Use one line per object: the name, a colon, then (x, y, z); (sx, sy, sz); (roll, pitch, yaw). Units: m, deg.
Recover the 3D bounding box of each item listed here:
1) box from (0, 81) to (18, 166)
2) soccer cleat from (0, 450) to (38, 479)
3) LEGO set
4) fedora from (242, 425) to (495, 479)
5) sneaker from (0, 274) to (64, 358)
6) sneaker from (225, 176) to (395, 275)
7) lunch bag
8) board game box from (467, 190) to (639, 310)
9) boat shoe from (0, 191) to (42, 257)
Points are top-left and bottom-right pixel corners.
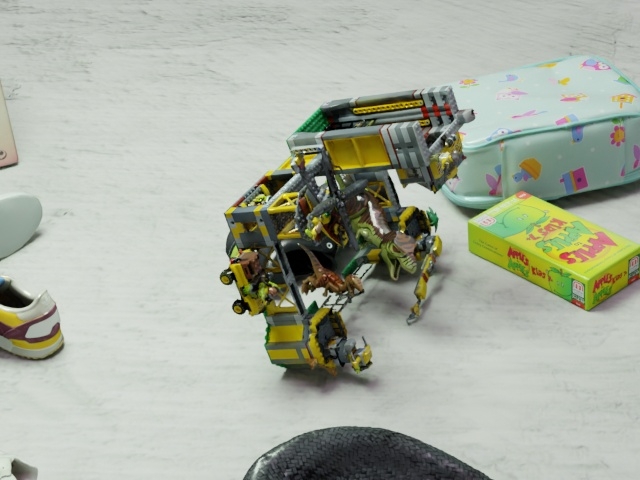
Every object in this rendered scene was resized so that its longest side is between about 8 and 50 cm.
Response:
box: (-0.489, -0.216, 2.089); (0.126, 0.232, 0.148); (-15, 34, -14)
soccer cleat: (-0.320, 0.233, 1.465); (0.076, 0.068, 0.196); (6, 12, 8)
LEGO set: (0.062, -0.017, 1.673); (0.192, 0.255, 0.331); (-4, 20, 34)
fedora: (0.041, 0.249, 1.265); (0.334, 0.153, 0.334); (11, 27, -6)
sneaker: (-0.369, 0.072, 1.751); (0.185, 0.084, 0.069); (6, 34, 17)
sneaker: (0.000, 0.000, 1.843); (0.234, 0.084, 0.097); (-24, 60, -26)
lunch bag: (0.262, -0.137, 1.970); (0.279, 0.108, 0.224); (-11, 27, -13)
board game box: (0.262, 0.009, 1.796); (0.092, 0.043, 0.181); (-28, 38, -32)
boat shoe: (-0.434, -0.005, 1.891); (0.219, 0.078, 0.070); (-30, 40, -31)
